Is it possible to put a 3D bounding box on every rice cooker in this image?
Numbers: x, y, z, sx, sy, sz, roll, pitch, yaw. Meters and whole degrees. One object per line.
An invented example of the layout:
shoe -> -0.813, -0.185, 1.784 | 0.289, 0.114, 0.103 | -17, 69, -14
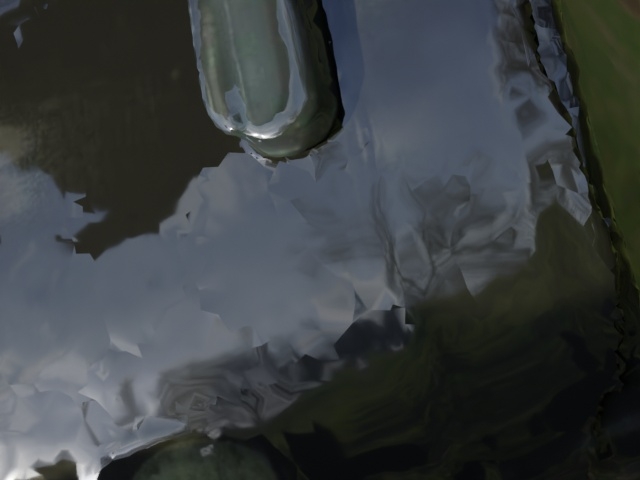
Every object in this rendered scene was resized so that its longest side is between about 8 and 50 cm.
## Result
rice cooker -> 0.000, 0.000, 0.490 | 0.224, 0.267, 0.267 | -18, 13, 25
